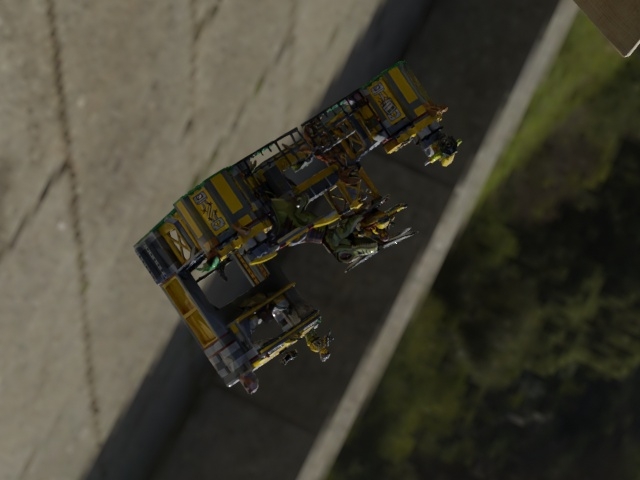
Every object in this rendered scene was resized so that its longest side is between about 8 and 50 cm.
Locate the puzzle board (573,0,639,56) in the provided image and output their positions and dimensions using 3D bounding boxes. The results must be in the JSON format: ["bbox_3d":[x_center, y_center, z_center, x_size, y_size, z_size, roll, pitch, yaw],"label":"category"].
[{"bbox_3d":[0.160,-0.182,1.080,0.011,0.128,0.096,-18,153,-44],"label":"puzzle board"}]

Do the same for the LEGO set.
[{"bbox_3d":[0.000,0.000,1.789,0.331,0.192,0.255,-33,178,-38],"label":"LEGO set"}]
